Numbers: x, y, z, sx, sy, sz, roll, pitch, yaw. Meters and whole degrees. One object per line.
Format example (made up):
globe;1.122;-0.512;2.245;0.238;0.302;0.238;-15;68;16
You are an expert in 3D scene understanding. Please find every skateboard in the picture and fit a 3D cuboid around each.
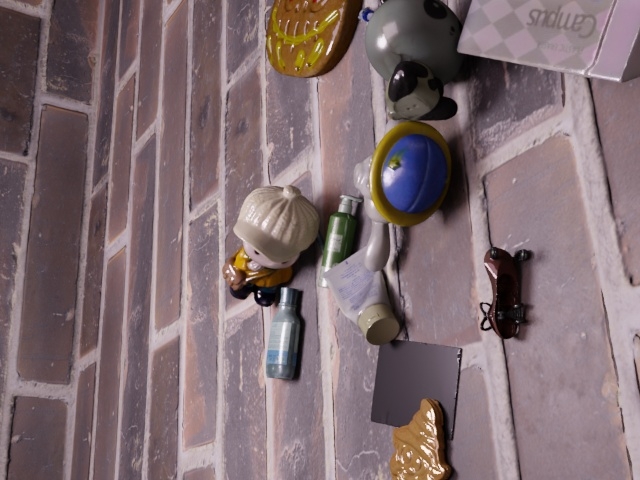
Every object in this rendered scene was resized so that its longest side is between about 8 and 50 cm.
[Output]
skateboard;0.290;0.085;1.385;0.080;0.067;0.151;161;113;-65

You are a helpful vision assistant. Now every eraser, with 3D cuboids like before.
eraser;0.389;-0.371;1.351;0.397;0.082;0.213;33;109;57

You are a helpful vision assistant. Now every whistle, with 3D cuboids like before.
whistle;0.108;-0.508;1.915;0.033;0.029;0.083;-55;28;8

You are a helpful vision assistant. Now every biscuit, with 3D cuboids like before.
biscuit;0.168;0.402;1.496;0.162;0.035;0.250;10;92;63
biscuit;-0.028;-0.575;2.117;0.394;0.070;0.350;16;94;59

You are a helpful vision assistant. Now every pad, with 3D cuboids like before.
pad;0.171;0.268;1.564;0.243;0.004;0.164;-3;77;58

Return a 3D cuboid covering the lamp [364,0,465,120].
lamp;0.174;-0.339;1.560;0.198;0.197;0.244;-40;39;46

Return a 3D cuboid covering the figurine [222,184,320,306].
figurine;-0.119;0.004;1.955;0.332;0.185;0.204;123;160;-62

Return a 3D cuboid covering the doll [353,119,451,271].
doll;0.128;-0.087;1.607;0.242;0.159;0.311;20;99;58

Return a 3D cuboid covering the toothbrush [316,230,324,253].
toothbrush;0.000;0.000;1.923;0.016;0.019;0.219;-29;46;8

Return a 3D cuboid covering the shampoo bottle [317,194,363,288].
shampoo bottle;0.043;0.004;1.814;0.065;0.065;0.204;6;85;59

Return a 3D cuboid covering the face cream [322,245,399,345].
face cream;0.086;0.108;1.696;0.114;0.070;0.224;-33;40;4

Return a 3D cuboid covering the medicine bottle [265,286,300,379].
medicine bottle;-0.082;0.213;1.949;0.090;0.053;0.208;-11;68;59
